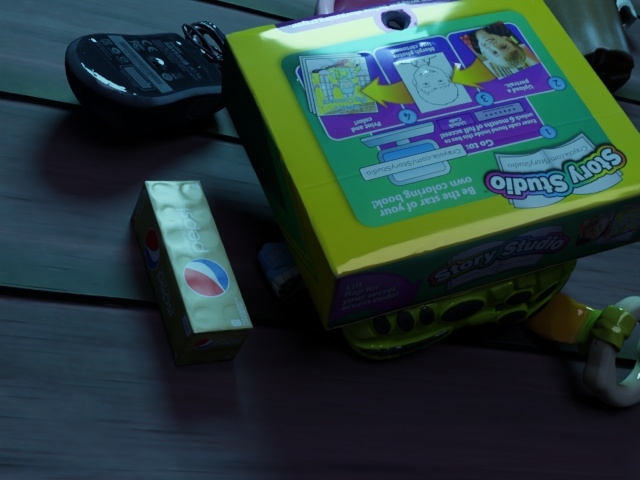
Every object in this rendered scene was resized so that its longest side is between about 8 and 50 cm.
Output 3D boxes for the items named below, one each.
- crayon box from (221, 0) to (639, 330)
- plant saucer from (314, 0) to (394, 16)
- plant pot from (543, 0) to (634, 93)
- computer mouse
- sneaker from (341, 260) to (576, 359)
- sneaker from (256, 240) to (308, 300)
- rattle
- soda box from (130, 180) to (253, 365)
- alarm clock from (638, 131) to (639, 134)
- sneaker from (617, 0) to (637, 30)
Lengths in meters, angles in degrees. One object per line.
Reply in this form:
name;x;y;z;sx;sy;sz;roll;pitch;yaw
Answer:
crayon box;0.118;-0.104;1.011;0.362;0.106;0.313;-14;59;-17
plant saucer;0.138;-0.233;1.308;0.332;0.084;0.332;16;46;-17
plant pot;0.377;-0.300;1.454;0.167;0.167;0.165;3;58;-26
computer mouse;-0.173;-0.167;1.097;0.272;0.072;0.188;-13;56;-50
sneaker;0.148;0.031;1.042;0.295;0.109;0.123;-11;52;-24
sneaker;0.000;0.000;1.041;0.162;0.063;0.073;-23;62;-41
rattle;0.340;0.126;1.138;0.199;0.142;0.130;8;79;-42
soda box;-0.127;0.027;0.950;0.061;0.058;0.181;-3;54;-30
alarm clock;0.528;-0.144;1.460;0.192;0.064;0.129;3;51;-23
sneaker;0.423;-0.377;1.590;0.228;0.087;0.092;-14;62;-35
